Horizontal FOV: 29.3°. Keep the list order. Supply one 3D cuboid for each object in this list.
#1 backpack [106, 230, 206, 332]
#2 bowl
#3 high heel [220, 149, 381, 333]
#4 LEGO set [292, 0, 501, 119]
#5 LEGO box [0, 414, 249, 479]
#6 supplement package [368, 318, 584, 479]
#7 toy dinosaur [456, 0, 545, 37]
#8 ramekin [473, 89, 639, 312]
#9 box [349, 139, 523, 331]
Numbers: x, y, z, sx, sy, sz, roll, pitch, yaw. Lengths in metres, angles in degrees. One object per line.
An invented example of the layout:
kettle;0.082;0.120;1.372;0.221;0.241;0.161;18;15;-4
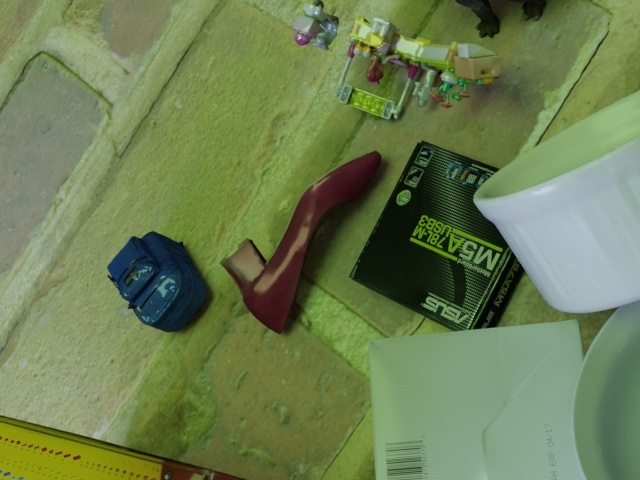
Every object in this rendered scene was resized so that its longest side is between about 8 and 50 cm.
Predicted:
backpack;-0.216;0.060;1.598;0.098;0.101;0.120;-52;52;17
bowl;0.377;0.164;1.049;0.298;0.134;0.298;-17;50;22
high heel;0.000;0.000;1.489;0.244;0.082;0.117;-39;83;2
LEGO set;0.098;-0.194;1.453;0.287;0.132;0.107;24;96;35
LEGO box;-0.199;0.321;1.290;0.500;0.372;0.193;5;74;39
supplement package;0.157;0.229;1.157;0.204;0.145;0.262;-6;64;7
toy dinosaur;0.201;-0.319;1.394;0.313;0.160;0.121;9;77;41
ramekin;0.294;-0.047;1.137;0.277;0.277;0.135;-25;97;27
box;0.146;-0.001;1.378;0.190;0.045;0.184;27;86;42
